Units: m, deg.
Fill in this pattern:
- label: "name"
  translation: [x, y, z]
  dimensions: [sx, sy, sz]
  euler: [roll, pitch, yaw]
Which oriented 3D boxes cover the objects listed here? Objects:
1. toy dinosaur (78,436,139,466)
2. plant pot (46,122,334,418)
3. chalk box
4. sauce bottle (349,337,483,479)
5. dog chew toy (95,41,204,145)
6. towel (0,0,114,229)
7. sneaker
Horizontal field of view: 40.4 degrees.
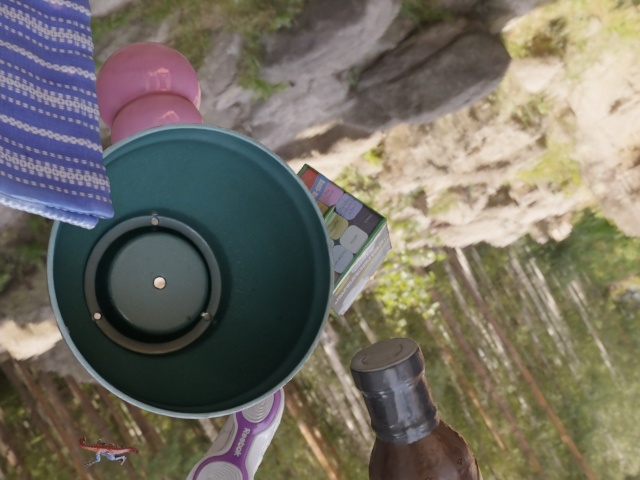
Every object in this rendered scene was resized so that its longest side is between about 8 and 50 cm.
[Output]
- label: "toy dinosaur"
  translation: [-0.375, 0.357, 1.510]
  dimensions: [0.090, 0.047, 0.082]
  euler: [-32, 135, 25]
- label: "plant pot"
  translation: [-0.158, 0.040, 0.943]
  dimensions: [0.293, 0.293, 0.196]
  euler: [-31, -175, -26]
- label: "chalk box"
  translation: [0.000, 0.000, 1.119]
  dimensions: [0.132, 0.132, 0.213]
  euler: [-53, 166, -6]
- label: "sauce bottle"
  translation: [0.114, 0.263, 0.861]
  dimensions: [0.111, 0.344, 0.111]
  euler: [-17, -165, 5]
- label: "dog chew toy"
  translation: [-0.313, -0.219, 1.661]
  dimensions: [0.207, 0.331, 0.206]
  euler: [-14, 150, -8]
- label: "towel"
  translation: [-0.270, -0.186, 0.669]
  dimensions: [0.040, 0.336, 0.243]
  euler: [-29, 149, 30]
- label: "sneaker"
  translation: [-0.149, 0.403, 1.642]
  dimensions: [0.305, 0.114, 0.152]
  euler: [-58, 168, -11]
